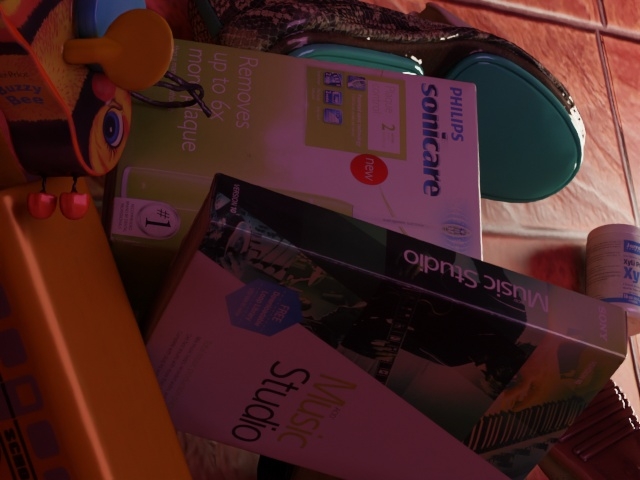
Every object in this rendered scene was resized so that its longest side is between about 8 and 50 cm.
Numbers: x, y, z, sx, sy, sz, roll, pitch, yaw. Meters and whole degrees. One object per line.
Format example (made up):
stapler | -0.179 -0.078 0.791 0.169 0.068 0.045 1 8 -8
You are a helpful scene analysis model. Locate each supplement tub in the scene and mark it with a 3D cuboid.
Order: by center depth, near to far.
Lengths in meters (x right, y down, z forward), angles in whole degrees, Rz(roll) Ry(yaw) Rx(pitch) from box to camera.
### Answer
supplement tub | 0.318 0.044 2.041 0.071 0.071 0.107 29 55 -40

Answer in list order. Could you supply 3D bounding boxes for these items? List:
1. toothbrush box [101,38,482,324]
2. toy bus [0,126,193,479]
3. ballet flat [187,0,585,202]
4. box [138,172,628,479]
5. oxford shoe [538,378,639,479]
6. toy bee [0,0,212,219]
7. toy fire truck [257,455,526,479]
toothbrush box | -0.025 -0.031 1.491 0.283 0.122 0.206 9 53 -9
toy bus | -0.207 0.065 1.360 0.108 0.130 0.333 -21 92 -52
ballet flat | 0.066 -0.164 1.775 0.483 0.164 0.182 12 36 -46
box | 0.031 0.088 1.406 0.322 0.232 0.058 17 46 -14
oxford shoe | 0.250 0.225 1.798 0.123 0.130 0.348 -17 52 -34
toy bee | -0.167 -0.104 1.269 0.298 0.195 0.162 31 60 -38
toy fire truck | 0.086 0.150 1.649 0.246 0.158 0.217 23 84 -65
